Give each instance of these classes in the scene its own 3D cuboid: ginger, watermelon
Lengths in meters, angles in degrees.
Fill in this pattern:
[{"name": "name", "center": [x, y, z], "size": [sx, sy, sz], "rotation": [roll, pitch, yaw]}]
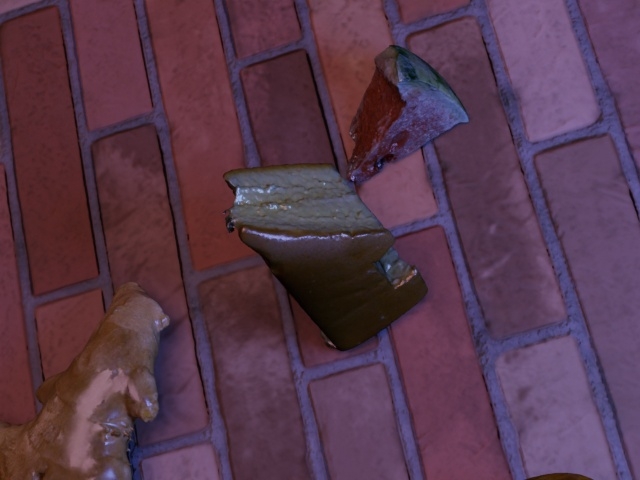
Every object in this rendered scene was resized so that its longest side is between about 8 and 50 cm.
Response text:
[{"name": "ginger", "center": [-0.256, 0.246, 1.370], "size": [0.348, 0.122, 0.363], "rotation": [-44, 55, 6]}, {"name": "watermelon", "center": [0.092, -0.145, 1.463], "size": [0.098, 0.121, 0.158], "rotation": [57, 137, 40]}]

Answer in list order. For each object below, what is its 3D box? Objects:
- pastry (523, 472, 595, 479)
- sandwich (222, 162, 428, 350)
[{"name": "pastry", "center": [0.228, 0.346, 1.191], "size": [0.235, 0.132, 0.240], "rotation": [-40, 53, 4]}, {"name": "sandwich", "center": [0.000, 0.000, 1.329], "size": [0.128, 0.235, 0.122], "rotation": [-36, 53, 2]}]
